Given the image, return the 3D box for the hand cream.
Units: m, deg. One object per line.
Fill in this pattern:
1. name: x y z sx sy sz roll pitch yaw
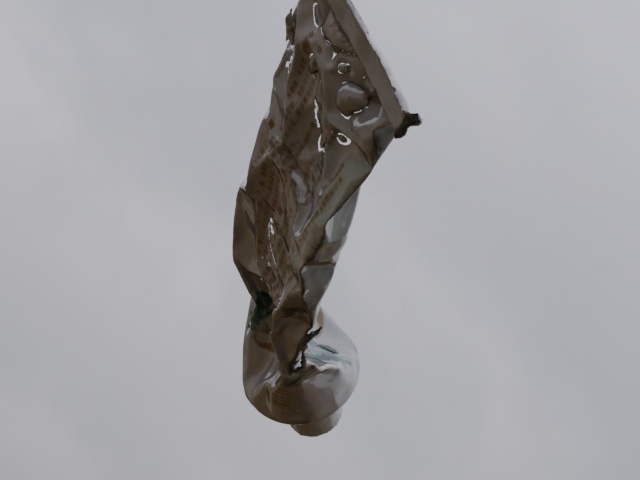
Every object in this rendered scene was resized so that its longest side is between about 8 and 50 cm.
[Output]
1. hand cream: -0.004 0.001 0.765 0.257 0.050 0.084 97 -26 -55
